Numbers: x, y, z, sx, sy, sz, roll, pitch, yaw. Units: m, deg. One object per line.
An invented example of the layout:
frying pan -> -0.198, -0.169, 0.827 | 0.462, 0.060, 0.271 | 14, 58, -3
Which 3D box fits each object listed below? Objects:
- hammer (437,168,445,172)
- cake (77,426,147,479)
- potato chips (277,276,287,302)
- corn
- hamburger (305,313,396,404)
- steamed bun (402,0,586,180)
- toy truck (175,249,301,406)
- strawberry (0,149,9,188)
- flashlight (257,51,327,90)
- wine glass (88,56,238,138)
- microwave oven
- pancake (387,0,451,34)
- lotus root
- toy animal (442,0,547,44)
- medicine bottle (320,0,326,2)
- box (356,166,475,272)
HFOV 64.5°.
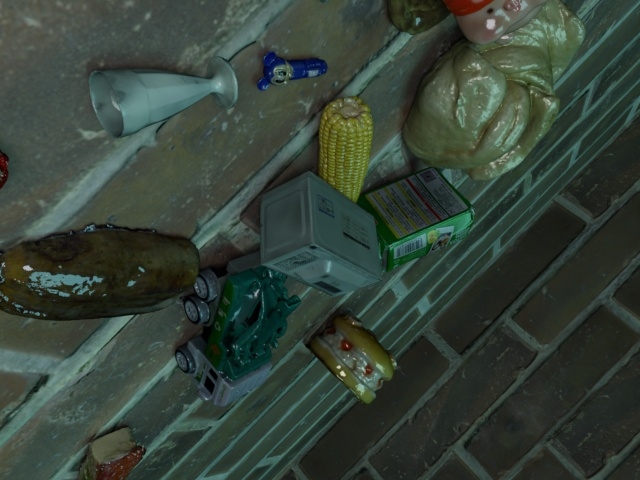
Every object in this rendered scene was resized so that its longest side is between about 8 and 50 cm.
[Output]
hammer -> 0.242, -0.129, 1.302 | 0.427, 0.044, 0.152 | -43, 155, -3
cake -> -0.461, 0.501, 1.119 | 0.116, 0.086, 0.220 | -14, 140, -44
potato chips -> -0.074, 0.076, 1.081 | 0.142, 0.026, 0.209 | -63, 172, -64
corn -> 0.042, -0.145, 0.912 | 0.093, 0.093, 0.244 | -34, 152, -23
hamburger -> 0.104, 0.357, 1.581 | 0.186, 0.261, 0.303 | -45, 173, -11
steamed bun -> 0.355, -0.289, 1.025 | 0.372, 0.230, 0.325 | -43, 151, 0
toy truck -> -0.160, 0.169, 0.984 | 0.176, 0.178, 0.363 | -20, 147, -43
strawberry -> -0.349, -0.069, 0.485 | 0.083, 0.073, 0.073 | -16, 168, 28
flashlight -> -0.035, -0.241, 0.720 | 0.121, 0.035, 0.057 | -21, 145, -41
wine glass -> -0.175, -0.167, 0.582 | 0.155, 0.073, 0.073 | -26, 148, -40
microwave oven -> 0.000, 0.000, 0.906 | 0.122, 0.162, 0.208 | -22, 147, 32
pancake -> 0.193, -0.442, 0.772 | 0.250, 0.031, 0.250 | -35, 153, -21
lotus root -> -0.299, 0.063, 0.727 | 0.329, 0.078, 0.167 | 1, 127, -57
toy animal -> 0.268, -0.385, 0.753 | 0.197, 0.171, 0.171 | -19, 144, -54
medicine bottle -> 0.045, -0.384, 0.613 | 0.191, 0.051, 0.051 | -50, 154, 12
box -> 0.209, -0.052, 1.164 | 0.250, 0.180, 0.103 | -22, 147, -15
